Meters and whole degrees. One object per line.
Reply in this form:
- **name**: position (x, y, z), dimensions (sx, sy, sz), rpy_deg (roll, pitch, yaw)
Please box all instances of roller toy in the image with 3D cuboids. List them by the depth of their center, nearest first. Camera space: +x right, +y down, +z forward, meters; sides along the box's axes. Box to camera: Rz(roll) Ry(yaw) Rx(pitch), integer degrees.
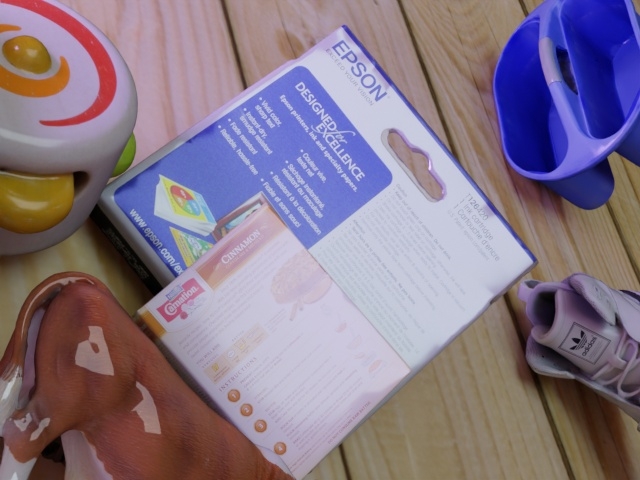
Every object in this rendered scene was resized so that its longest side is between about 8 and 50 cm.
- **roller toy**: position (-0.246, -0.098, 0.838), dimensions (0.191, 0.146, 0.209), rpy_deg (35, 40, -3)

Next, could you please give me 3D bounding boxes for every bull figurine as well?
- **bull figurine**: position (-0.118, 0.169, 0.750), dimensions (0.310, 0.101, 0.188), rpy_deg (50, 60, -15)

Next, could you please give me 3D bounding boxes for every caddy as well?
- **caddy**: position (0.372, -0.214, 1.549), dimensions (0.179, 0.241, 0.341), rpy_deg (30, 41, -34)

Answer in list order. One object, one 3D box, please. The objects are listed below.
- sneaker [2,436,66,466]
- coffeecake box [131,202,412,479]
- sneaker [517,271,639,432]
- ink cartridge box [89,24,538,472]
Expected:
- **sneaker**: position (-0.167, 0.145, 0.812), dimensions (0.188, 0.066, 0.071), rpy_deg (8, 57, -43)
- **coffeecake box**: position (-0.042, 0.087, 0.893), dimensions (0.142, 0.068, 0.185), rpy_deg (-41, 92, -21)
- **sneaker**: position (0.368, 0.165, 1.265), dimensions (0.210, 0.137, 0.366), rpy_deg (19, 24, -30)
- **ink cartridge box**: position (0.000, 0.000, 1.007), dimensions (0.307, 0.072, 0.303), rpy_deg (-38, 89, -27)
